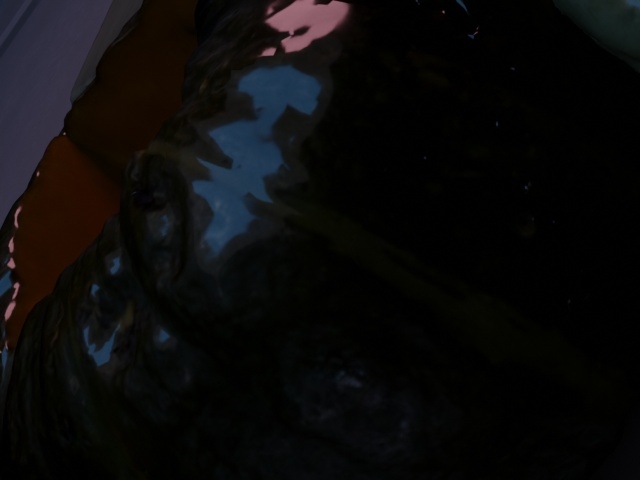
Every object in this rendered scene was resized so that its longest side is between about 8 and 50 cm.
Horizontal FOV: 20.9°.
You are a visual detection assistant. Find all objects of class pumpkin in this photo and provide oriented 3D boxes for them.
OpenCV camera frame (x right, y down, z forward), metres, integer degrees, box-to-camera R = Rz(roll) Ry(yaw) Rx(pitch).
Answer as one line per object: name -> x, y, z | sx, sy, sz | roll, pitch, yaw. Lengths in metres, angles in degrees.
pumpkin -> 0.000, 0.000, 0.639 | 0.320, 0.192, 0.320 | -50, 19, 25

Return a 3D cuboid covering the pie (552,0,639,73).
pie -> 0.147, -0.111, 0.512 | 0.041, 0.187, 0.187 | 77, -157, -50

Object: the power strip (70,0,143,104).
power strip -> -0.019, -0.123, 0.945 | 0.224, 0.140, 0.139 | -22, 41, 59
